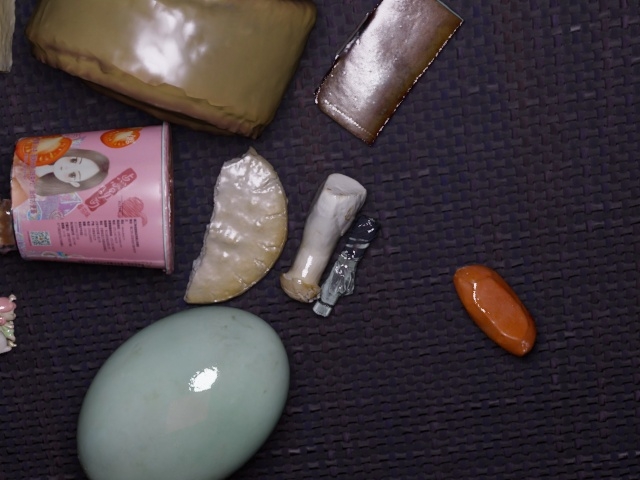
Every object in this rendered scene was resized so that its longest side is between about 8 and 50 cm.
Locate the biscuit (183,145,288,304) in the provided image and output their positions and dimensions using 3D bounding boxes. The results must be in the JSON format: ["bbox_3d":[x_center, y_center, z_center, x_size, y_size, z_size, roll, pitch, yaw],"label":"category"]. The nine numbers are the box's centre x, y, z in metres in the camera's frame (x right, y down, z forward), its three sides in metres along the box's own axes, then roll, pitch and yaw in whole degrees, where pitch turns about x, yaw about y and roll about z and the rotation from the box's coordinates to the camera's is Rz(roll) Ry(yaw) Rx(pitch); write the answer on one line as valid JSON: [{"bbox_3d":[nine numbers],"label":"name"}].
[{"bbox_3d":[-0.127,-0.010,1.682,0.141,0.038,0.290,18,103,-4],"label":"biscuit"}]

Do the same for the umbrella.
[{"bbox_3d":[0.046,0.046,1.688,0.050,0.046,0.188,31,103,14],"label":"umbrella"}]

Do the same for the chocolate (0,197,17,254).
[{"bbox_3d":[-0.546,-0.024,1.675,0.329,0.065,0.102,1,83,0],"label":"chocolate"}]

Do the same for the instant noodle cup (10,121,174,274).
[{"bbox_3d":[-0.343,-0.065,1.557,0.231,0.243,0.243,-1,103,-5],"label":"instant noodle cup"}]

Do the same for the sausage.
[{"bbox_3d":[0.294,0.114,1.683,0.089,0.089,0.179,-42,90,9],"label":"sausage"}]

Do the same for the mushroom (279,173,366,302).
[{"bbox_3d":[-0.001,-0.001,1.659,0.081,0.092,0.223,20,110,-17],"label":"mushroom"}]

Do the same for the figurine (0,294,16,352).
[{"bbox_3d":[-0.568,0.118,1.711,0.098,0.081,0.146,-16,101,-40],"label":"figurine"}]

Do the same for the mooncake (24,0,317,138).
[{"bbox_3d":[-0.230,-0.314,1.519,0.394,0.393,0.246,28,105,35],"label":"mooncake"}]

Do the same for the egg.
[{"bbox_3d":[-0.223,0.266,1.625,0.389,0.276,0.276,-40,100,10],"label":"egg"}]

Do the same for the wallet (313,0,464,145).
[{"bbox_3d":[0.103,-0.292,1.618,0.137,0.031,0.255,36,100,-7],"label":"wallet"}]

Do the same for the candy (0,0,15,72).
[{"bbox_3d":[-0.543,-0.413,1.521,0.135,0.179,0.321,7,103,-2],"label":"candy"}]
